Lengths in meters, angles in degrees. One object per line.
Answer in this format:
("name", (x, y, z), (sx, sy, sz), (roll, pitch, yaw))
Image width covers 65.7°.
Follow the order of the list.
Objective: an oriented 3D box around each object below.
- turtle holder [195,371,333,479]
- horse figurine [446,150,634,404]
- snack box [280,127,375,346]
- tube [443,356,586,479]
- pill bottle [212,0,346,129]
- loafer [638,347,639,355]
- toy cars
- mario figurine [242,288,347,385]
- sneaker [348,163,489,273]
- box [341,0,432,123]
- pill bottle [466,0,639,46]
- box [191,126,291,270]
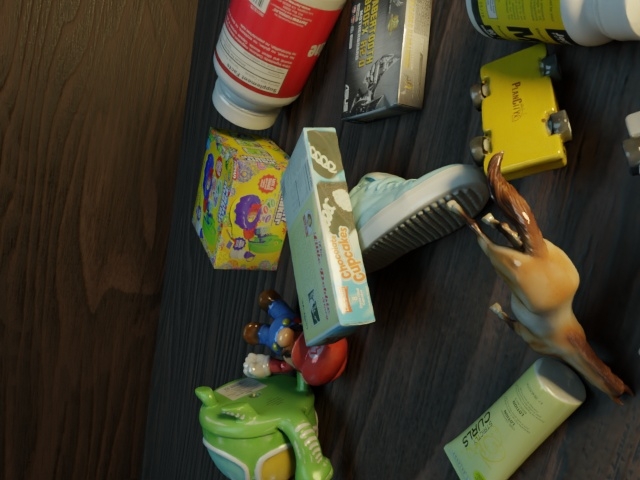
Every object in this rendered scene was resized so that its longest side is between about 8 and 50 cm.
("turtle holder", (-0.097, 0.401, 1.042), (0.320, 0.243, 0.227), (-5, 98, 23))
("horse figurine", (0.214, 0.044, 0.508), (0.263, 0.066, 0.174), (60, 178, -32))
("snack box", (0.000, 0.000, 0.823), (0.187, 0.060, 0.322), (129, 134, -63))
("tube", (0.226, 0.240, 0.608), (0.070, 0.062, 0.240), (-56, -10, -52))
("pill bottle", (-0.111, -0.462, 1.139), (0.407, 0.229, 0.229), (-54, 41, 44))
("loafer", (0.328, 0.063, 0.458), (0.039, 0.045, 0.125), (-140, 56, -64))
("toy cars", (0.285, -0.085, 0.505), (0.176, 0.087, 0.393), (-44, 40, 3))
("mario figurine", (-0.073, 0.185, 1.014), (0.320, 0.170, 0.198), (12, 113, 58))
("sneaker", (0.105, -0.057, 0.786), (0.366, 0.135, 0.150), (-35, 61, 55))
("box", (0.115, -0.337, 0.888), (0.183, 0.056, 0.231), (10, 95, 62))
("pill bottle", (0.268, -0.273, 0.533), (0.208, 0.119, 0.119), (44, 124, 56))
("box", (-0.206, -0.114, 1.323), (0.279, 0.177, 0.290), (47, 127, 52))
